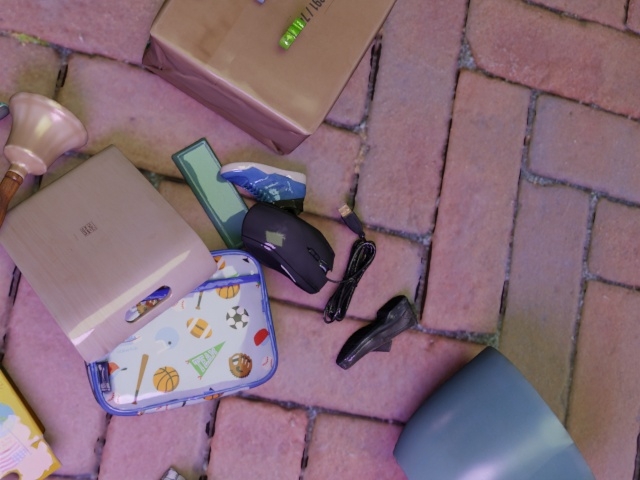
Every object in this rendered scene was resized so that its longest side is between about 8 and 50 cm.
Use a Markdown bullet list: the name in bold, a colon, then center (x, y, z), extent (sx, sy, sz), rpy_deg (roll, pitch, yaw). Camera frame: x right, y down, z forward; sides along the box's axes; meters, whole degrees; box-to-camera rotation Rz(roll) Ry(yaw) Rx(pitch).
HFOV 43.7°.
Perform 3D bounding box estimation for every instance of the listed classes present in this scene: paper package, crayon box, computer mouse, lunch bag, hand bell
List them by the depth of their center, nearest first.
- **crayon box**: center (-0.543, 0.247, 1.142), extent (0.202, 0.081, 0.318), rpy_deg (-32, 94, -17)
- **hand bell**: center (-0.446, -0.082, 1.143), extent (0.126, 0.126, 0.242), rpy_deg (28, 61, -13)
- **lunch bag**: center (-0.228, 0.133, 1.236), extent (0.303, 0.115, 0.243), rpy_deg (-8, 86, -19)
- **paper package**: center (-0.079, -0.354, 1.294), extent (0.309, 0.168, 0.325), rpy_deg (32, 78, -11)
- **computer mouse**: center (0.000, 0.000, 1.294), extent (0.262, 0.060, 0.184), rpy_deg (44, 63, -31)

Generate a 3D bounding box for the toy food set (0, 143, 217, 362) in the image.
- **toy food set**: center (-0.320, 0.009, 1.159), extent (0.220, 0.092, 0.306), rpy_deg (-37, 58, -17)

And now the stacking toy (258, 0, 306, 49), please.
- **stacking toy**: center (-0.062, -0.414, 1.196), extent (0.167, 0.052, 0.221), rpy_deg (33, 78, -9)

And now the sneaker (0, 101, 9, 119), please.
- **sneaker**: center (-0.525, -0.139, 1.201), extent (0.166, 0.065, 0.076), rpy_deg (-46, 115, -12)

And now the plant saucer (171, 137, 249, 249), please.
- **plant saucer**: center (-0.168, -0.075, 1.320), extent (0.067, 0.018, 0.192), rpy_deg (-33, 96, -17)

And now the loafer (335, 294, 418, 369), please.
- **loafer**: center (0.100, 0.168, 1.361), extent (0.170, 0.062, 0.061), rpy_deg (-40, 102, -15)

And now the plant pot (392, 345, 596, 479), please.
- **plant pot**: center (0.260, 0.355, 1.286), extent (0.235, 0.293, 0.293), rpy_deg (-33, 95, -3)

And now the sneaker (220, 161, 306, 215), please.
- **sneaker**: center (-0.094, -0.077, 1.317), extent (0.152, 0.058, 0.084), rpy_deg (9, 76, -29)

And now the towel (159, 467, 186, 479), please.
- **towel**: center (-0.230, 0.527, 1.195), extent (0.283, 0.121, 0.235), rpy_deg (-45, 100, -16)
